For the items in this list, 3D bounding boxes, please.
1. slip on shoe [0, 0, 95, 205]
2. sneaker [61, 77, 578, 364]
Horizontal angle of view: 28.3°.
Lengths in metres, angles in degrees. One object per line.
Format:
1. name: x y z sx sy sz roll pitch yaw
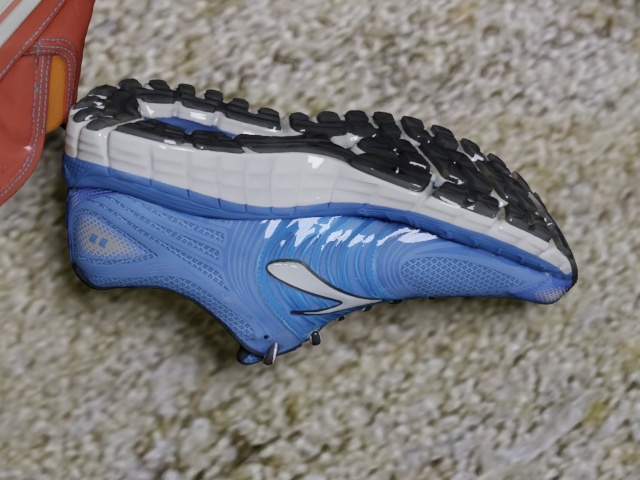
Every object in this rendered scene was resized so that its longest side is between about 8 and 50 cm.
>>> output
1. slip on shoe: -0.188 -0.111 0.756 0.101 0.123 0.331 30 90 -42
2. sneaker: 0.000 0.000 0.795 0.330 0.130 0.147 10 117 -11
